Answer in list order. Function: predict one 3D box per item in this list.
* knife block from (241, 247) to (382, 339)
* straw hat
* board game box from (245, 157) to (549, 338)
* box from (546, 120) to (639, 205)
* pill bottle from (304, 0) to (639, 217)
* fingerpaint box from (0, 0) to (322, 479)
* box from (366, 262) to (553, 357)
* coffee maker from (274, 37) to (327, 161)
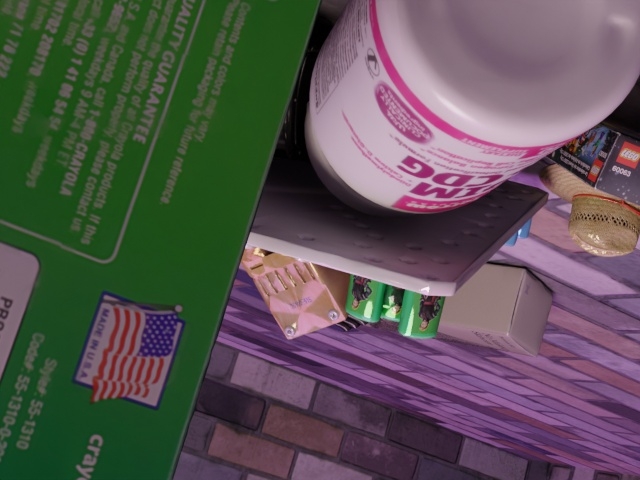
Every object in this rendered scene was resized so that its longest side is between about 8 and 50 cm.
[{"bbox_3d":[0.000,0.000,1.394,0.088,0.242,0.276,-22,108,27],"label":"knife block"},{"bbox_3d":[0.272,-0.018,1.063,0.144,0.061,0.144,17,166,4],"label":"straw hat"},{"bbox_3d":[-0.028,-0.035,0.967,0.389,0.050,0.390,15,-163,18],"label":"board game box"},{"bbox_3d":[0.297,-0.036,0.859,0.233,0.044,0.159,20,-167,-9],"label":"box"},{"bbox_3d":[0.082,-0.107,0.736,0.160,0.160,0.283,19,167,-8],"label":"pill bottle"},{"bbox_3d":[-0.156,-0.074,0.555,0.163,0.445,0.371,23,165,-26],"label":"fingerpaint box"},{"bbox_3d":[0.163,0.080,1.512,0.275,0.094,0.113,8,164,37],"label":"box"},{"bbox_3d":[-0.064,-0.120,0.952,0.178,0.120,0.171,11,166,25],"label":"coffee maker"}]
